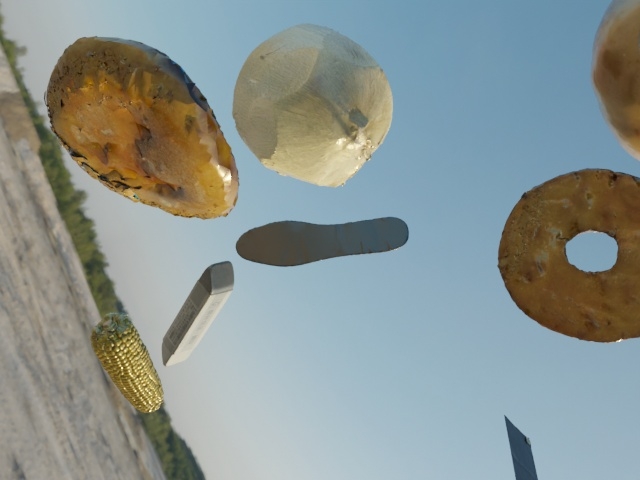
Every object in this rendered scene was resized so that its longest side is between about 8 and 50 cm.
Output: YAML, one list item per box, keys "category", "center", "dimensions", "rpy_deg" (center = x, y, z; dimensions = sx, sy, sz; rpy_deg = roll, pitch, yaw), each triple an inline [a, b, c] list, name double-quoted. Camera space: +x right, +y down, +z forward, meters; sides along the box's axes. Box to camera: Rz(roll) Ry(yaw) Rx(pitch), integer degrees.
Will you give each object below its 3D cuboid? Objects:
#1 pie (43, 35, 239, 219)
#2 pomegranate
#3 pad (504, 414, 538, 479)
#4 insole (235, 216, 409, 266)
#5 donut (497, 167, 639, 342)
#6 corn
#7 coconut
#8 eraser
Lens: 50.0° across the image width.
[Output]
- category: "pie"
  center: [-0.212, -0.118, 0.829]
  dimensions: [0.273, 0.069, 0.273]
  rpy_deg: [18, -39, 15]
- category: "pomegranate"
  center: [0.668, -0.296, 1.179]
  dimensions: [0.411, 0.411, 0.412]
  rpy_deg: [54, -23, 36]
- category: "pad"
  center: [0.438, 0.480, 1.476]
  dimensions: [0.116, 0.004, 0.193]
  rpy_deg: [45, 29, -24]
- category: "insole"
  center: [0.000, 0.000, 1.354]
  dimensions: [0.009, 0.348, 0.119]
  rpy_deg: [74, 13, -49]
- category: "donut"
  center: [0.419, 0.025, 1.047]
  dimensions: [0.278, 0.277, 0.108]
  rpy_deg: [59, 17, 25]
- category: "corn"
  center: [-0.384, 0.253, 1.388]
  dimensions: [0.091, 0.091, 0.260]
  rpy_deg: [44, -23, 46]
- category: "coconut"
  center: [-0.016, -0.296, 1.553]
  dimensions: [0.360, 0.346, 0.347]
  rpy_deg: [-131, -154, -51]
- category: "eraser"
  center: [-0.318, 0.191, 1.765]
  dimensions: [0.061, 0.089, 0.352]
  rpy_deg: [50, -56, 23]
